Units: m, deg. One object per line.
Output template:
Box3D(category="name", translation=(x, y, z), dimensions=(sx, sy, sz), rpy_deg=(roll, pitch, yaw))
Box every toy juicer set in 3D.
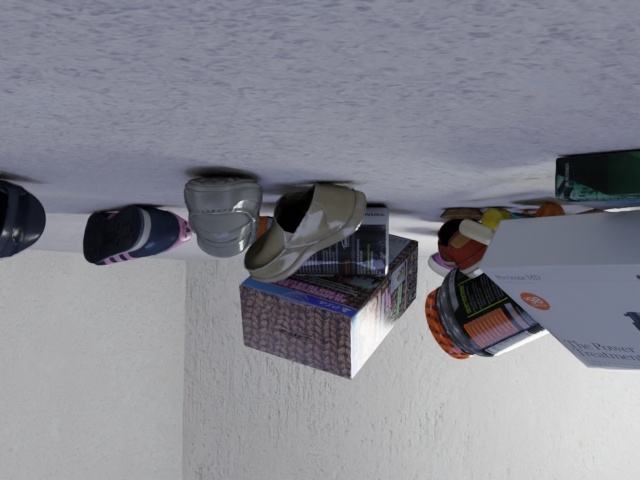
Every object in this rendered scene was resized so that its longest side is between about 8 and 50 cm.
Box3D(category="toy juicer set", translation=(0.362, -0.031, 1.705), dimensions=(0.209, 0.090, 0.329), rpy_deg=(21, -167, 37))

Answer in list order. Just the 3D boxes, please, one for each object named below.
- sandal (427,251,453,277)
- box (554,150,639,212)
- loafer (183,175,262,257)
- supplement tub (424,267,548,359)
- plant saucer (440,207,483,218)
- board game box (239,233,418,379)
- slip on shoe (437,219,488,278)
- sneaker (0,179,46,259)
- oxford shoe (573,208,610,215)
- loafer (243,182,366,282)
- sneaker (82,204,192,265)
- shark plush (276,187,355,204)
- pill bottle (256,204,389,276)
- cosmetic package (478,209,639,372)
Box3D(category="sandal", translation=(0.375, 0.028, 2.490), dimensions=(0.169, 0.102, 0.416), rpy_deg=(15, -167, 13))
Box3D(category="box", translation=(0.471, -0.070, 1.147), dimensions=(0.322, 0.059, 0.232), rpy_deg=(-3, 175, 38))
Box3D(category="loafer", translation=(-0.136, -0.031, 1.430), dimensions=(0.112, 0.112, 0.319), rpy_deg=(0, 176, 3))
Box3D(category="supplement tub", translation=(0.392, 0.109, 2.003), dimensions=(0.338, 0.207, 0.207), rpy_deg=(-31, 158, 35))
Box3D(category="plant saucer", translation=(0.264, -0.050, 1.820), dimensions=(0.083, 0.015, 0.083), rpy_deg=(0, 176, 0))
Box3D(category="board game box", translation=(0.023, 0.099, 1.861), dimensions=(0.232, 0.141, 0.291), rpy_deg=(15, -145, 26))
Box3D(category="slip on shoe", translation=(0.289, -0.004, 1.989), dimensions=(0.123, 0.101, 0.331), rpy_deg=(-38, -175, 5))
Box3D(category="sneaker", translation=(-0.486, -0.034, 1.339), dimensions=(0.127, 0.126, 0.321), rpy_deg=(5, 178, 35))
Box3D(category="oxford shoe", translation=(0.604, 0.005, 1.589), dimensions=(0.396, 0.147, 0.140), rpy_deg=(2, 179, 1))
Box3D(category="loafer", translation=(-0.042, -0.022, 1.508), dimensions=(0.092, 0.102, 0.268), rpy_deg=(33, 136, -24))
Box3D(category="sneaker", translation=(-0.367, -0.003, 1.927), dimensions=(0.131, 0.112, 0.319), rpy_deg=(6, 175, -34))
Box3D(category="shark plush", translation=(-0.003, -0.053, 1.557), dimensions=(0.067, 0.073, 0.161), rpy_deg=(37, 163, -28))
Box3D(category="pill bottle", translation=(0.000, 0.000, 1.761), dimensions=(0.245, 0.130, 0.130), rpy_deg=(1, 176, 3))
Box3D(category="cosmetic package", translation=(0.443, 0.077, 1.318), dimensions=(0.284, 0.097, 0.377), rpy_deg=(42, 156, -26))
